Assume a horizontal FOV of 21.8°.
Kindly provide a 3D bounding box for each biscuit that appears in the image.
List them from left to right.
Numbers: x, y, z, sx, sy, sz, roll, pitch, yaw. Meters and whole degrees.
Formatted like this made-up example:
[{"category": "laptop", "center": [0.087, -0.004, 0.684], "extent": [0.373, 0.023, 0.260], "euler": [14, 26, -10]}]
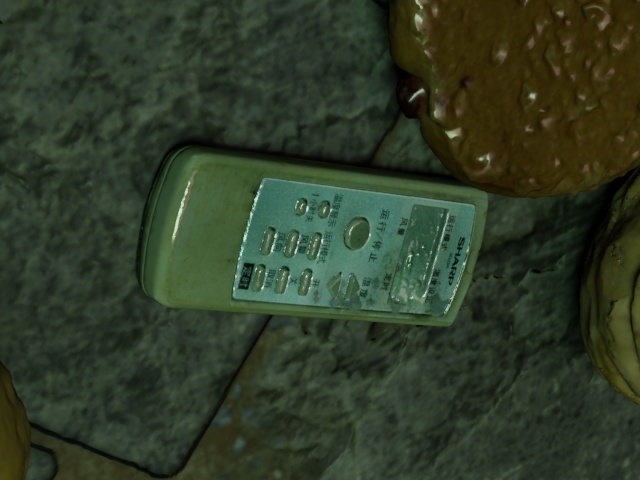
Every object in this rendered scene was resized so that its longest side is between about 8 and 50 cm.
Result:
[{"category": "biscuit", "center": [0.161, -0.163, 1.034], "extent": [0.296, 0.075, 0.296], "euler": [-14, 118, -27]}]

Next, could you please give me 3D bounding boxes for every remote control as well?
[{"category": "remote control", "center": [0.000, 0.000, 1.023], "extent": [0.233, 0.038, 0.098], "euler": [6, 106, -35]}]

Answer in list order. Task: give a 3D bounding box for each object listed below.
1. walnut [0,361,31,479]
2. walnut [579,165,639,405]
[{"category": "walnut", "center": [-0.260, 0.103, 0.765], "extent": [0.257, 0.224, 0.257], "euler": [-45, 145, -44]}, {"category": "walnut", "center": [0.286, 0.012, 1.114], "extent": [0.245, 0.198, 0.198], "euler": [-54, 127, -12]}]
